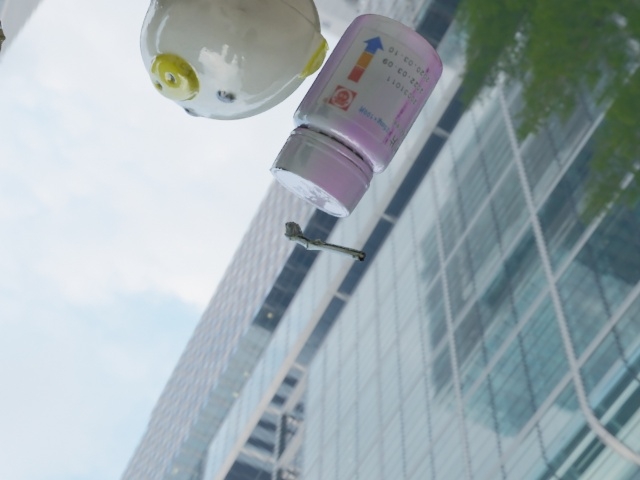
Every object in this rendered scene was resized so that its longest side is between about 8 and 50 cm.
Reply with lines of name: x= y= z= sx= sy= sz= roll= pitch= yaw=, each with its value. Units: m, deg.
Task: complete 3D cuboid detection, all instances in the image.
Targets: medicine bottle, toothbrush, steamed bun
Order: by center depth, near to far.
medicine bottle: x=0.048 y=-0.169 z=1.451 sx=0.152 sy=0.254 sz=0.152 roll=29 pitch=171 yaw=5
toothbrush: x=0.001 y=0.006 z=1.471 sx=0.026 sy=0.028 sz=0.294 roll=-12 pitch=-166 yaw=-19
steamed bun: x=-0.174 y=-0.388 z=2.035 sx=0.334 sy=0.374 sz=0.333 roll=3 pitch=-96 yaw=-32

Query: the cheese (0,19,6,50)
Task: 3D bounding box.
cheese: x=-0.596 y=-0.320 z=1.502 sx=0.286 sy=0.082 sz=0.163 roll=22 pitch=-126 yaw=0
